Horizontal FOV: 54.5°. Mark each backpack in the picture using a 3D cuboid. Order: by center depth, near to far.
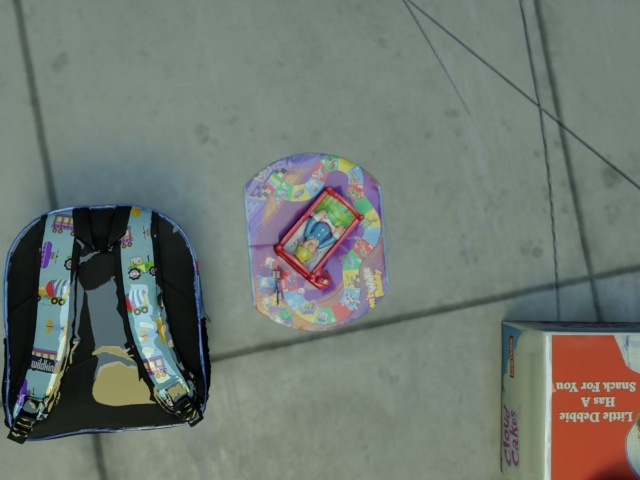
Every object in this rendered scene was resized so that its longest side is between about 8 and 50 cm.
[{"bbox_3d":[-0.169,0.060,0.501,0.158,0.117,0.173,-4,88,-9],"label":"backpack"}]

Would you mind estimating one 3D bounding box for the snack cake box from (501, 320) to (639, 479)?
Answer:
[{"bbox_3d":[0.312,0.157,0.588,0.264,0.089,0.152,2,89,-9],"label":"snack cake box"}]

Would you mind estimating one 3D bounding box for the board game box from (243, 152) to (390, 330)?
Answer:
[{"bbox_3d":[0.000,0.000,0.574,0.133,0.033,0.169,-4,88,-9],"label":"board game box"}]
